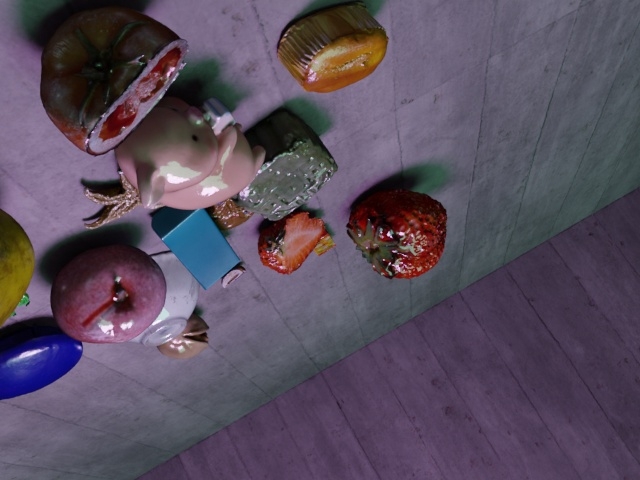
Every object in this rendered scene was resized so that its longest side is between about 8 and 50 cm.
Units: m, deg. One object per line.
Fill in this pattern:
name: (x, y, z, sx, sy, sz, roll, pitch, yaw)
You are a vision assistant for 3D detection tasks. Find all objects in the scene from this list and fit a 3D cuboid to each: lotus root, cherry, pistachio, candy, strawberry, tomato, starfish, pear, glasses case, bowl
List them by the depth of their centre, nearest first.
tomato: (-0.310, -0.243, 1.129, 0.214, 0.155, 0.181, -50, 176, -4)
pear: (-0.603, 0.052, 1.289, 0.269, 0.269, 0.321, -26, 172, -12)
starfish: (-0.369, -0.089, 1.560, 0.240, 0.043, 0.227, -32, 157, 13)
cherry: (-0.446, 0.113, 1.681, 0.236, 0.213, 0.285, 7, 168, -20)
glasses case: (-0.283, 0.005, 1.821, 0.117, 0.070, 0.301, -40, 153, -9)
bowl: (-0.411, 0.172, 1.954, 0.313, 0.146, 0.313, -26, 158, -11)
strawberry: (-0.094, -0.004, 2.064, 0.236, 0.106, 0.175, 24, 86, -66)
lotus root: (-0.238, 0.093, 2.168, 0.083, 0.030, 0.037, -37, -170, 23)
pistachio: (-0.386, 0.264, 2.221, 0.144, 0.144, 0.215, -34, 164, 8)
strawberry: (0.231, -0.035, 2.228, 0.288, 0.238, 0.250, -31, 142, -28)
candy: (0.000, 0.000, 2.269, 0.062, 0.038, 0.122, -32, 160, 2)

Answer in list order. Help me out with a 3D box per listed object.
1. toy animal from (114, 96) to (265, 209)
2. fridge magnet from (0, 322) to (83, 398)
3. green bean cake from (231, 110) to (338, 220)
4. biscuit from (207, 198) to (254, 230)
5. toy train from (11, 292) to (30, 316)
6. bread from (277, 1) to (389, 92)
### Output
toy animal: (-0.234, -0.153, 1.397, 0.213, 0.195, 0.256, -40, 156, 3)
fridge magnet: (-0.694, 0.291, 1.882, 0.265, 0.113, 0.265, -26, 158, -11)
green bean cake: (-0.094, -0.153, 1.689, 0.222, 0.125, 0.227, -37, 154, 14)
biscuit: (-0.206, -0.070, 1.848, 0.124, 0.026, 0.175, -30, 159, -4)
toy train: (-0.689, 0.138, 1.600, 0.251, 0.085, 0.119, -44, 141, 22)
bread: (0.028, -0.344, 1.438, 0.190, 0.114, 0.132, -28, 157, -22)
